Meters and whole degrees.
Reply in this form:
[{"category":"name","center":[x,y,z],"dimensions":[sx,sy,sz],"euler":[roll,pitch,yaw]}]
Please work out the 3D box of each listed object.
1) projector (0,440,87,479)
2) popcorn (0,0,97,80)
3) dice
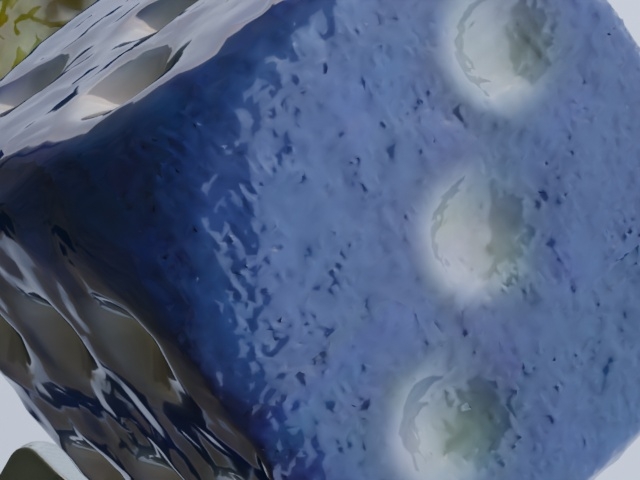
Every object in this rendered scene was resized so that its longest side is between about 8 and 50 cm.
[{"category":"projector","center":[-0.185,0.293,1.562],"dimensions":[0.108,0.250,0.198],"euler":[32,-85,45]},{"category":"popcorn","center":[-0.245,-0.223,1.284],"dimensions":[0.292,0.334,0.293],"euler":[98,-16,-48]},{"category":"dice","center":[0.000,0.000,0.474],"dimensions":[0.146,0.146,0.143],"euler":[56,-24,-18]}]
